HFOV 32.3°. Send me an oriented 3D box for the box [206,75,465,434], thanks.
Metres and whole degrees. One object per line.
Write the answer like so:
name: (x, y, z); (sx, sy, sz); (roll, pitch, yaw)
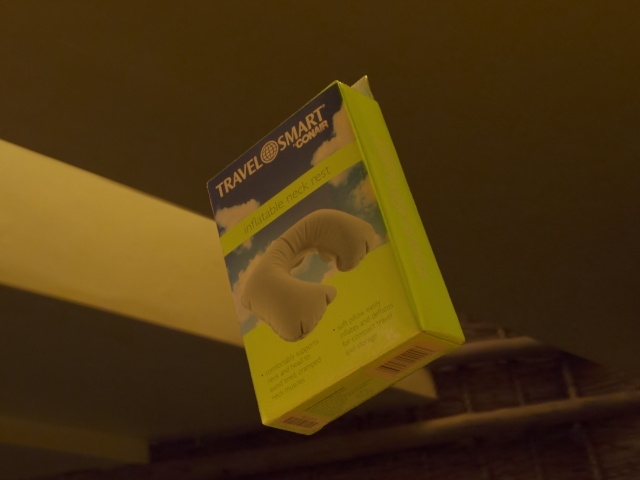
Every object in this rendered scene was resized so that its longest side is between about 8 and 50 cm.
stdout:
box: (0.000, 0.000, 0.596); (0.109, 0.042, 0.178); (-35, -125, 27)
